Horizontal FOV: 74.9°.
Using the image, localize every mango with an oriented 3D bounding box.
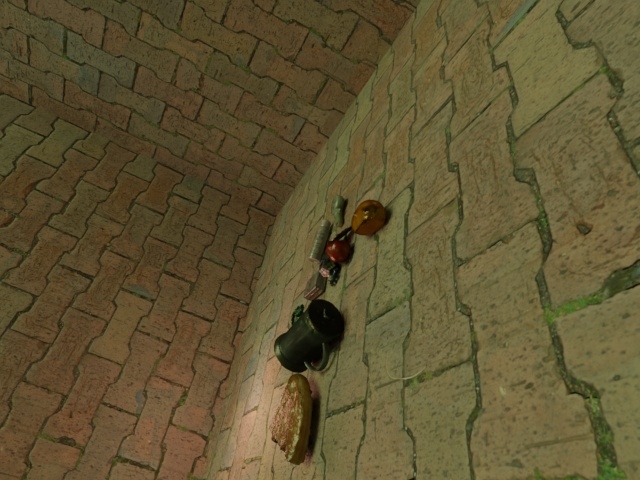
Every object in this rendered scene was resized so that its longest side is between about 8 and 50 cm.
[{"bbox_3d":[0.209,-0.102,1.890,0.252,0.126,0.154,144,136,-73],"label":"mango"}]

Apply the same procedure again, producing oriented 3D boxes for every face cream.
[{"bbox_3d":[0.000,0.000,2.493,0.082,0.082,0.269,-30,38,65],"label":"face cream"}]

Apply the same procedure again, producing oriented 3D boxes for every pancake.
[{"bbox_3d":[0.108,-0.034,2.121,0.190,0.020,0.184,-34,-9,-34],"label":"pancake"}]

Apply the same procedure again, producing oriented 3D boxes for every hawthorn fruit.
[{"bbox_3d":[0.085,0.058,2.061,0.125,0.125,0.140,-166,94,-74],"label":"hawthorn fruit"}]

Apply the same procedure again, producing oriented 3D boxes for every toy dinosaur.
[{"bbox_3d":[0.063,0.189,2.075,0.083,0.047,0.030,-66,14,6],"label":"toy dinosaur"},{"bbox_3d":[-0.107,0.446,2.193,0.153,0.094,0.259,-52,29,41],"label":"toy dinosaur"}]

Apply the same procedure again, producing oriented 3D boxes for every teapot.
[{"bbox_3d":[-0.036,0.433,1.822,0.337,0.200,0.270,-53,44,34],"label":"teapot"}]

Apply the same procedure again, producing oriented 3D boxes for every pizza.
[{"bbox_3d":[-0.110,0.735,1.723,0.277,0.114,0.409,-58,17,22],"label":"pizza"}]

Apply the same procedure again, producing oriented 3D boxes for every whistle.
[{"bbox_3d":[0.105,-0.174,2.442,0.258,0.067,0.126,-91,16,-48],"label":"whistle"}]

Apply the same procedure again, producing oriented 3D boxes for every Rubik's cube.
[{"bbox_3d":[0.045,0.137,2.124,0.093,0.111,0.111,38,105,48],"label":"Rubik's cube"}]

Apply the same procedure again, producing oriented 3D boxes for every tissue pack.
[{"bbox_3d":[-0.026,0.244,2.254,0.155,0.065,0.115,-49,21,49],"label":"tissue pack"}]

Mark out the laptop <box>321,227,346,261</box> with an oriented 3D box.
[{"bbox_3d":[0.069,0.072,2.284,0.269,0.015,0.187,-52,21,41],"label":"laptop"}]
